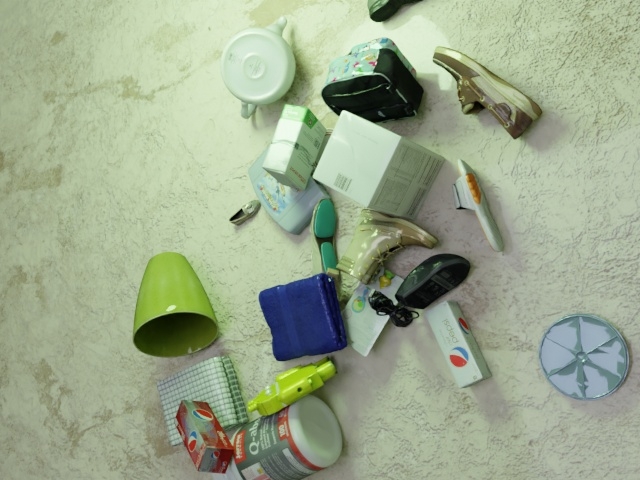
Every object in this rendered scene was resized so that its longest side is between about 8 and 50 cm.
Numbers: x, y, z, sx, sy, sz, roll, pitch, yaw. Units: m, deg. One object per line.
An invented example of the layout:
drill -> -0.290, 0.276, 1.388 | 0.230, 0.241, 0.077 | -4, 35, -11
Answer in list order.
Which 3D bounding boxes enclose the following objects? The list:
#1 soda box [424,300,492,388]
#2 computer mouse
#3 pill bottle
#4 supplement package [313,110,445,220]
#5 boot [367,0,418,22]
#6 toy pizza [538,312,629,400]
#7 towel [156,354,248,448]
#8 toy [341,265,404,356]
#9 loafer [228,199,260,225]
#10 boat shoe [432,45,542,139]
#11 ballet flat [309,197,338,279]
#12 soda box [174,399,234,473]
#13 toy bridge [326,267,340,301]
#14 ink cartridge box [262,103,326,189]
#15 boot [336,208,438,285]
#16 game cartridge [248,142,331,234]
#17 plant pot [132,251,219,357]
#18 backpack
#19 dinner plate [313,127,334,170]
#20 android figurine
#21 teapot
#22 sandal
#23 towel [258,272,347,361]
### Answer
soda box -> 0.354, 0.266, 1.711 | 0.074, 0.069, 0.216 | -34, 66, 27
computer mouse -> 0.265, 0.111, 1.750 | 0.272, 0.188, 0.072 | -36, 46, 17
pill bottle -> -0.133, 0.608, 1.920 | 0.362, 0.210, 0.210 | -34, 66, 26
supplement package -> 0.160, -0.195, 1.780 | 0.199, 0.262, 0.198 | 32, 103, 33
boot -> 0.225, -0.757, 1.919 | 0.246, 0.083, 0.161 | -22, 67, 29
toy pizza -> 0.614, 0.271, 1.553 | 0.201, 0.032, 0.202 | -4, 83, 33
towel -> -0.380, 0.528, 2.160 | 0.283, 0.121, 0.235 | -29, 71, 27
toy -> 0.148, 0.193, 1.870 | 0.136, 0.056, 0.237 | 33, 98, 37
loafer -> -0.251, -0.092, 2.188 | 0.125, 0.039, 0.045 | -38, 64, 25
boat shoe -> 0.405, -0.383, 1.726 | 0.342, 0.123, 0.123 | 43, 107, 24
ballet flat -> 0.000, 0.000, 1.987 | 0.086, 0.086, 0.249 | -7, 81, 34
soda box -> -0.345, 0.571, 1.949 | 0.263, 0.092, 0.084 | 36, 107, 58
toy bridge -> 0.023, 0.172, 1.955 | 0.063, 0.026, 0.188 | 16, 115, -6
ink cartridge box -> -0.076, -0.273, 1.970 | 0.086, 0.153, 0.209 | 15, 79, 25
boot -> 0.176, 0.035, 1.814 | 0.261, 0.095, 0.204 | 20, 78, 39
game cartridge -> -0.109, -0.173, 2.094 | 0.198, 0.062, 0.297 | -44, 62, 18
plant pot -> -0.495, 0.194, 2.216 | 0.274, 0.274, 0.294 | -38, 48, 25
backpack -> 0.136, -0.433, 1.856 | 0.253, 0.225, 0.191 | -10, 57, 38
dinner plate -> 0.020, -0.273, 2.037 | 0.141, 0.017, 0.141 | -5, 80, 34
android figurine -> -0.084, 0.415, 1.889 | 0.272, 0.248, 0.056 | -27, 92, -4
teapot -> -0.189, -0.550, 2.122 | 0.255, 0.187, 0.253 | -21, 100, 14
sandal -> 0.386, -0.084, 1.710 | 0.076, 0.102, 0.265 | -26, 72, 27
towel -> -0.050, 0.226, 1.947 | 0.308, 0.076, 0.228 | -20, 84, 48
